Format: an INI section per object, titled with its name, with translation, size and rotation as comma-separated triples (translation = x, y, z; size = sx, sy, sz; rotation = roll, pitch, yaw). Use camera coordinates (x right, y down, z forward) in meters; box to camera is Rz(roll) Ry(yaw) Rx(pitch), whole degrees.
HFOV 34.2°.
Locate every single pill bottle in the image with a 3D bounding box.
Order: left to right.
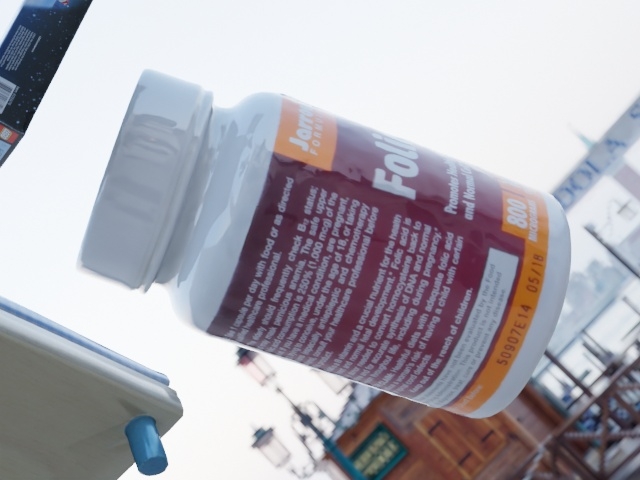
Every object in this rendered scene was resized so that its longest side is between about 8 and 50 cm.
[pill bottle]
translation = 0.000, 0.000, 0.932
size = 0.224, 0.392, 0.224
rotation = -161, 90, -79

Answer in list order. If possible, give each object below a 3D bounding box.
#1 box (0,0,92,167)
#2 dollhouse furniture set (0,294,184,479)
[box]
translation = -0.229, -0.149, 0.816
size = 0.159, 0.044, 0.233
rotation = -32, 34, 52
[dollhouse furniture set]
translation = -0.181, 0.069, 0.386
size = 0.303, 0.198, 0.286
rotation = -45, -46, 13
